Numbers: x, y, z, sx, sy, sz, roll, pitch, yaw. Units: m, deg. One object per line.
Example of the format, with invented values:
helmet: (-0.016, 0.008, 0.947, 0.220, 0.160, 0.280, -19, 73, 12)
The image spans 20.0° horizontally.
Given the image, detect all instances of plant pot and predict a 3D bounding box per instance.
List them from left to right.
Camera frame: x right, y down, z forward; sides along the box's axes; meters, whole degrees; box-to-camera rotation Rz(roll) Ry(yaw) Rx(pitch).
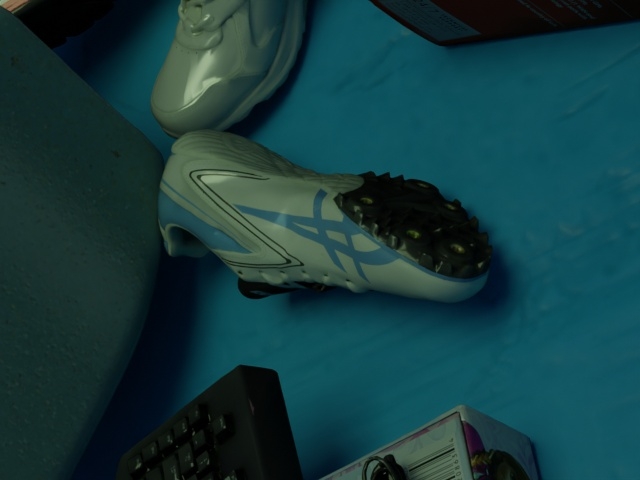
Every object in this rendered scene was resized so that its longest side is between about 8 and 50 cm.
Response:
plant pot: (-0.240, 0.000, 1.084, 0.248, 0.247, 0.252, -1, 51, 57)

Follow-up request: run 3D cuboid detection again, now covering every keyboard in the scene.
keyboard: (-0.014, 0.196, 0.852, 0.201, 0.033, 0.317, -35, 50, 25)

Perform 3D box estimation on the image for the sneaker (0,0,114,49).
sneaker: (-0.168, -0.230, 1.206, 0.314, 0.116, 0.136, -34, 82, 17)

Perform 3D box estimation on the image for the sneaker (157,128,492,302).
sneaker: (0.000, 0.000, 1.003, 0.237, 0.085, 0.086, 19, 109, 43)

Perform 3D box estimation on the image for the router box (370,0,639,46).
router box: (0.185, -0.284, 0.957, 0.301, 0.082, 0.335, -4, 68, 42)

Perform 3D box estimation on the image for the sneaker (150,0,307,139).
sneaker: (-0.055, -0.175, 1.103, 0.090, 0.115, 0.232, 26, 89, 46)

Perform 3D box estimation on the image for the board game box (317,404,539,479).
board game box: (-0.009, 0.287, 0.873, 0.318, 0.066, 0.318, -30, 52, 29)
